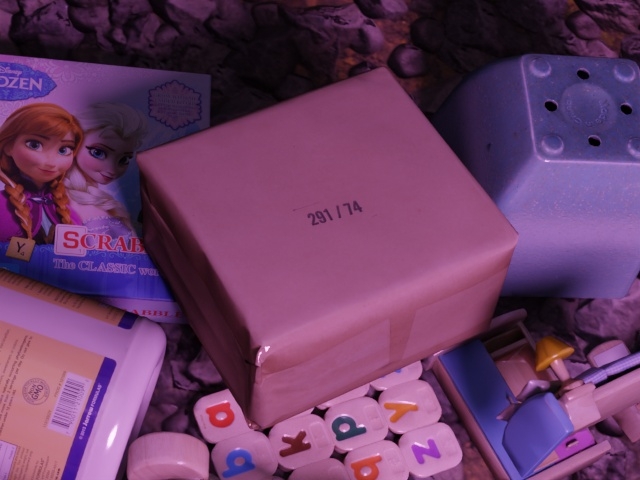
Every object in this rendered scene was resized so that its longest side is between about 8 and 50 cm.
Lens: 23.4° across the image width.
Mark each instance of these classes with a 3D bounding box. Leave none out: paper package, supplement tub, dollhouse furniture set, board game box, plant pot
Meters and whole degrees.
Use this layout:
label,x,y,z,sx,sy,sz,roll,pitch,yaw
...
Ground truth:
label,x,y,z,sx,sy,sz,roll,pitch,yaw
paper package,0.000,0.000,1.696,0.325,0.168,0.309,-21,57,-21
supplement tub,-0.348,0.147,1.601,0.331,0.241,0.241,19,60,-1
dollhouse furniture set,0.293,0.119,1.719,0.286,0.303,0.198,-22,70,-22
board game box,-0.291,-0.065,1.826,0.319,0.066,0.318,4,62,-11
plant pot,0.283,-0.095,1.861,0.247,0.252,0.247,2,63,-12

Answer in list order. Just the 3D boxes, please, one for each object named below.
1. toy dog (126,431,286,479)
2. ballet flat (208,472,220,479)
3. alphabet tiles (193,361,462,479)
label,x,y,z,sx,sy,sz,roll,pitch,yaw
toy dog,-0.067,0.318,1.569,0.334,0.161,0.220,30,52,-8
ballet flat,-0.181,0.301,1.673,0.168,0.057,0.052,-26,43,-27
alphabet tiles,0.009,0.221,1.765,0.278,0.021,0.284,-16,67,-20
